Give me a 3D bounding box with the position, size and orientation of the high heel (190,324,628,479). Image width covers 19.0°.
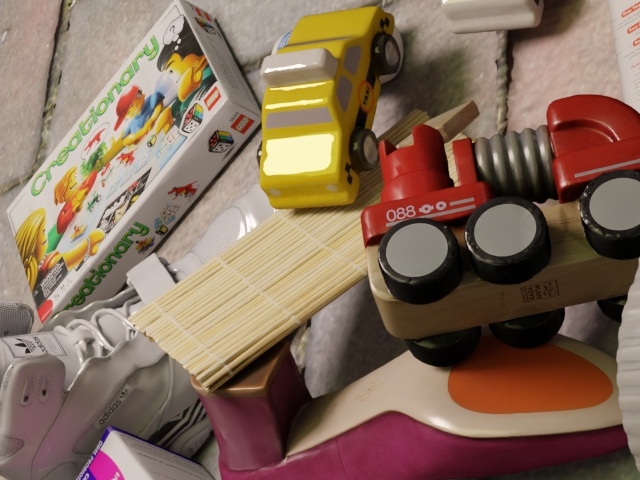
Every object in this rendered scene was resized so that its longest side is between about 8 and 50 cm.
[{"bbox_3d":[0.088,0.161,1.441,0.377,0.181,0.127,2,39,34],"label":"high heel"}]

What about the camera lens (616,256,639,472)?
[{"bbox_3d":[0.332,0.071,1.057,0.274,0.219,0.219,-8,63,48],"label":"camera lens"}]

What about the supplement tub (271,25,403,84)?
[{"bbox_3d":[0.014,-0.164,1.708,0.107,0.071,0.071,-13,59,47],"label":"supplement tub"}]

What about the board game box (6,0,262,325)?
[{"bbox_3d":[-0.192,-0.073,1.914,0.305,0.053,0.193,-49,38,18],"label":"board game box"}]

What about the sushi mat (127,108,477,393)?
[{"bbox_3d":[0.000,0.000,1.536,0.316,0.019,0.151,-36,31,-16],"label":"sushi mat"}]

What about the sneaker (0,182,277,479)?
[{"bbox_3d":[-0.174,0.084,1.663,0.366,0.210,0.137,-55,38,10],"label":"sneaker"}]

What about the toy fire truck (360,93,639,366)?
[{"bbox_3d":[0.138,-0.045,1.397,0.217,0.158,0.246,-13,55,7],"label":"toy fire truck"}]

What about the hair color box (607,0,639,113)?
[{"bbox_3d":[0.259,-0.137,1.419,0.072,0.043,0.141,-30,48,35],"label":"hair color box"}]

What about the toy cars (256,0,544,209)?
[{"bbox_3d":[0.071,-0.196,1.571,0.394,0.087,0.176,-44,49,-1],"label":"toy cars"}]

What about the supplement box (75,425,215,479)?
[{"bbox_3d":[-0.121,0.264,1.574,0.111,0.114,0.220,-57,39,6],"label":"supplement box"}]
